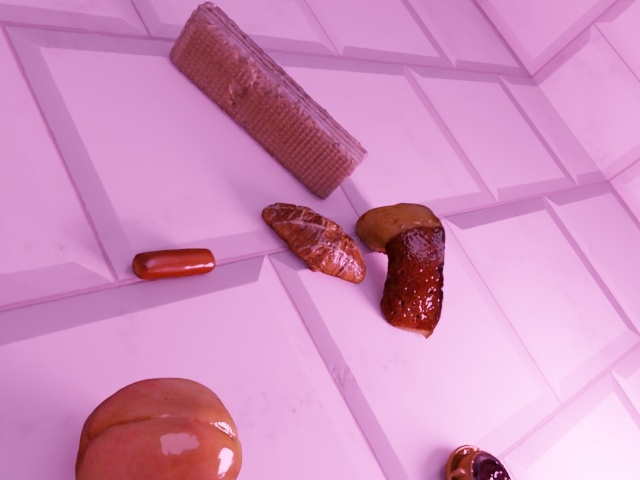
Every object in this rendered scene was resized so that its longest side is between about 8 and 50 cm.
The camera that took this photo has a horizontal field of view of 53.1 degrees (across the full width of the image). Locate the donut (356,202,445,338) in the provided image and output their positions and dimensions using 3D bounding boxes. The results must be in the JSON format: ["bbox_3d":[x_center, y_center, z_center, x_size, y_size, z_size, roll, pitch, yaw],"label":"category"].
[{"bbox_3d":[0.162,0.030,1.231,0.112,0.151,0.295,0,58,-30],"label":"donut"}]

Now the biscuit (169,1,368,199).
[{"bbox_3d":[-0.102,-0.267,1.241,0.426,0.144,0.078,42,40,-5],"label":"biscuit"}]

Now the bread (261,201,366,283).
[{"bbox_3d":[0.000,0.000,1.162,0.233,0.076,0.105,34,39,-13],"label":"bread"}]

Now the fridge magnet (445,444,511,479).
[{"bbox_3d":[0.270,0.409,1.067,0.143,0.063,0.143,23,43,-23],"label":"fridge magnet"}]

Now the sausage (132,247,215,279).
[{"bbox_3d":[-0.220,0.034,0.958,0.131,0.041,0.039,-3,65,-43],"label":"sausage"}]

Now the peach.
[{"bbox_3d":[-0.184,0.241,0.719,0.184,0.184,0.184,24,44,-26],"label":"peach"}]
